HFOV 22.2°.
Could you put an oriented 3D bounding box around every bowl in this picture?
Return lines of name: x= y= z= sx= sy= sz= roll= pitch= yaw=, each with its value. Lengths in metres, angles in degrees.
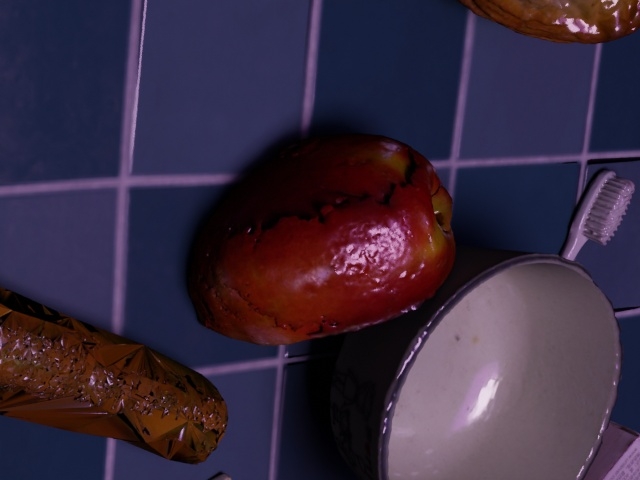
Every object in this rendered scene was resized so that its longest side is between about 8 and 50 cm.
bowl: x=0.087 y=0.094 z=1.077 sx=0.211 sy=0.112 sz=0.211 roll=-16 pitch=117 yaw=-35

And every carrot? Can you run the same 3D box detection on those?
carrot: x=-0.144 y=0.076 z=0.937 sx=0.229 sy=0.069 sz=0.069 roll=27 pitch=88 yaw=-40

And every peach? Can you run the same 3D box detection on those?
peach: x=-0.002 y=-0.006 z=0.999 sx=0.172 sy=0.127 sz=0.092 roll=-16 pitch=125 yaw=-4

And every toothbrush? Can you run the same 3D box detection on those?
toothbrush: x=0.149 y=0.088 z=1.178 sx=0.025 sy=0.030 sz=0.307 roll=30 pitch=86 yaw=-46

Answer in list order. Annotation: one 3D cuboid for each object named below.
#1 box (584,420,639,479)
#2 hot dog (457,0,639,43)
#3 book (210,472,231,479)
box: x=0.179 y=0.241 z=1.218 sx=0.199 sy=0.081 sz=0.135 roll=-46 pitch=127 yaw=-14
hot dog: x=0.117 y=-0.238 z=1.001 sx=0.259 sy=0.114 sz=0.175 roll=35 pitch=87 yaw=-36
book: x=-0.098 y=0.269 z=1.064 sx=0.168 sy=0.013 sz=0.192 roll=-33 pitch=122 yaw=-25
